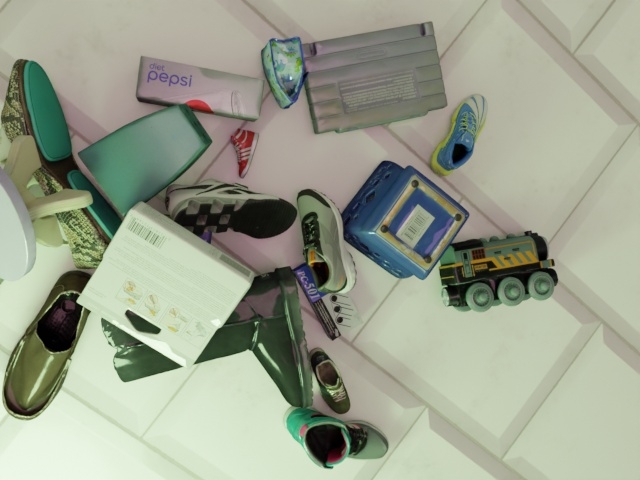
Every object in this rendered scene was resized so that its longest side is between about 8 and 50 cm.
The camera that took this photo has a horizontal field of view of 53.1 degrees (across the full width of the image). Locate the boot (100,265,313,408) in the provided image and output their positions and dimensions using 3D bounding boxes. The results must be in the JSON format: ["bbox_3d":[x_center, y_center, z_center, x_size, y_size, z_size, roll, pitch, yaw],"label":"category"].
[{"bbox_3d":[-0.260,0.273,1.532,0.445,0.146,0.366,-12,101,-11],"label":"boot"}]

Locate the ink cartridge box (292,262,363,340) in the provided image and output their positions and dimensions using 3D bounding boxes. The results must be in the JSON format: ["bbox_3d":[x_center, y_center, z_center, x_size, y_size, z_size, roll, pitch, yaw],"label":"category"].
[{"bbox_3d":[0.018,0.143,1.638,0.097,0.046,0.207,-29,100,-11],"label":"ink cartridge box"}]

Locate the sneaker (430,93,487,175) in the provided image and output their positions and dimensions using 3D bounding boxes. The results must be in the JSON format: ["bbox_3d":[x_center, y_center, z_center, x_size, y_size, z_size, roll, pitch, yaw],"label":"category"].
[{"bbox_3d":[0.379,-0.271,1.647,0.091,0.126,0.240,28,88,-14],"label":"sneaker"}]

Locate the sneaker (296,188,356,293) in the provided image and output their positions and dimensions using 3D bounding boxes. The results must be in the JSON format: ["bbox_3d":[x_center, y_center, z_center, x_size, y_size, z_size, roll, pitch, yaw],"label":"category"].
[{"bbox_3d":[0.000,0.000,1.543,0.108,0.100,0.271,-8,74,-47],"label":"sneaker"}]

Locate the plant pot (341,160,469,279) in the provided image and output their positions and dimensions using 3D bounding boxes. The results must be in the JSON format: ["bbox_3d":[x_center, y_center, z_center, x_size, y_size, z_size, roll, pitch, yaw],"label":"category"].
[{"bbox_3d":[0.207,-0.046,1.582,0.236,0.212,0.236,37,85,-14],"label":"plant pot"}]

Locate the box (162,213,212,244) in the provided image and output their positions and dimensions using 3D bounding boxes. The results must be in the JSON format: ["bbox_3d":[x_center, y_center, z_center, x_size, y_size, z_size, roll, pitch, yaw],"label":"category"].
[{"bbox_3d":[-0.340,0.054,1.553,0.137,0.036,0.225,6,95,-14],"label":"box"}]

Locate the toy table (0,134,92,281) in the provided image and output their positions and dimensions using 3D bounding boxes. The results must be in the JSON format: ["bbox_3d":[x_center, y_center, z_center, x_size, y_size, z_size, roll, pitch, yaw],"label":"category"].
[{"bbox_3d":[-0.614,-0.073,1.298,0.252,0.161,0.274,17,124,14],"label":"toy table"}]

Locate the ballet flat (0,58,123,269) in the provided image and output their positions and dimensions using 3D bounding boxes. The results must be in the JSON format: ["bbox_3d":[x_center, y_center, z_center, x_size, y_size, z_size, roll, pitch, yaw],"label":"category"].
[{"bbox_3d":[-0.607,-0.147,1.424,0.182,0.164,0.482,-23,102,9],"label":"ballet flat"}]

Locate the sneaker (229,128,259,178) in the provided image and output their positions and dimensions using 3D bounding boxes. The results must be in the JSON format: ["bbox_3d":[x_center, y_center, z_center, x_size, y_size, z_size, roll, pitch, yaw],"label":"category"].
[{"bbox_3d":[-0.197,-0.214,1.560,0.067,0.042,0.118,18,83,-18],"label":"sneaker"}]

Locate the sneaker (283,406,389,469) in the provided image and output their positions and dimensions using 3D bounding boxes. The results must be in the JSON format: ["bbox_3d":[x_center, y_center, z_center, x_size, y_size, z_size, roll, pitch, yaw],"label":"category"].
[{"bbox_3d":[0.060,0.506,1.609,0.296,0.178,0.123,20,90,-14],"label":"sneaker"}]

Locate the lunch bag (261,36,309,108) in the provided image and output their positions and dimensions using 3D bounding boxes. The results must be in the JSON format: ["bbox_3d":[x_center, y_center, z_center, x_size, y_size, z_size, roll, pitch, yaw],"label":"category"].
[{"bbox_3d":[-0.084,-0.396,1.527,0.096,0.129,0.151,-7,95,-12],"label":"lunch bag"}]

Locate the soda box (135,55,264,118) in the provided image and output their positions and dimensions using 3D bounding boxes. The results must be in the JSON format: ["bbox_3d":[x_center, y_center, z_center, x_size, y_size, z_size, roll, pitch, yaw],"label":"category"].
[{"bbox_3d":[-0.281,-0.351,1.503,0.286,0.091,0.098,8,93,-14],"label":"soda box"}]

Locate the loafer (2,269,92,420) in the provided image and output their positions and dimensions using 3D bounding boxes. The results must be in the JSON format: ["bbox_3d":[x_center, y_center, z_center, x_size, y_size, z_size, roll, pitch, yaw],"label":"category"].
[{"bbox_3d":[-0.625,0.241,1.451,0.134,0.130,0.365,22,89,-14],"label":"loafer"}]

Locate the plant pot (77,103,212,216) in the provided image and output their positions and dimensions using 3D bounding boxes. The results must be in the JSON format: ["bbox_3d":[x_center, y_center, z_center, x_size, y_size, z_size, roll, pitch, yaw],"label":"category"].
[{"bbox_3d":[-0.371,-0.196,1.426,0.234,0.165,0.165,-32,101,8],"label":"plant pot"}]

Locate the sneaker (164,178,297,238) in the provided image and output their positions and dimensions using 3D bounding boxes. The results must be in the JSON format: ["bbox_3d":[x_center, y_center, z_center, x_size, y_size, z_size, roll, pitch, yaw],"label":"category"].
[{"bbox_3d":[-0.210,-0.091,1.530,0.331,0.146,0.122,4,126,-36],"label":"sneaker"}]

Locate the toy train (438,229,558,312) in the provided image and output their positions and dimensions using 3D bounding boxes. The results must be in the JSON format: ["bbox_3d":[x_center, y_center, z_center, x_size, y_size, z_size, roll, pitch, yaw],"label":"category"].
[{"bbox_3d":[0.469,0.081,1.699,0.334,0.142,0.190,-9,87,-12],"label":"toy train"}]

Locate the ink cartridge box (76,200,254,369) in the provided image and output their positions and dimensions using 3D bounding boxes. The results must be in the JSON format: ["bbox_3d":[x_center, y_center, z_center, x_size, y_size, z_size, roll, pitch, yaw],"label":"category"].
[{"bbox_3d":[-0.338,0.101,1.402,0.296,0.066,0.261,34,107,-9],"label":"ink cartridge box"}]

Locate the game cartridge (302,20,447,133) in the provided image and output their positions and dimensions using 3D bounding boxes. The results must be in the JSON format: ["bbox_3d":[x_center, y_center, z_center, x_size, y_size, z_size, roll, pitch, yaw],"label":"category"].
[{"bbox_3d":[0.133,-0.406,1.615,0.355,0.068,0.230,-13,101,-12],"label":"game cartridge"}]

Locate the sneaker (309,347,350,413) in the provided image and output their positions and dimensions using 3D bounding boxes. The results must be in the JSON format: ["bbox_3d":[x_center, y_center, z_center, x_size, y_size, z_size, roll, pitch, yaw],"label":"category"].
[{"bbox_3d":[0.028,0.371,1.638,0.064,0.086,0.192,-26,100,-10],"label":"sneaker"}]
